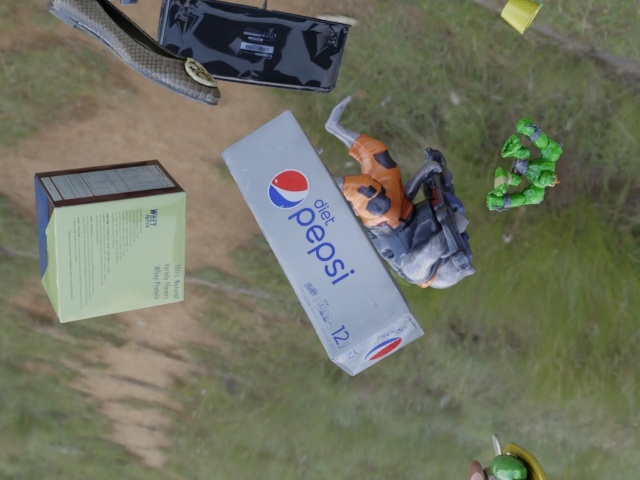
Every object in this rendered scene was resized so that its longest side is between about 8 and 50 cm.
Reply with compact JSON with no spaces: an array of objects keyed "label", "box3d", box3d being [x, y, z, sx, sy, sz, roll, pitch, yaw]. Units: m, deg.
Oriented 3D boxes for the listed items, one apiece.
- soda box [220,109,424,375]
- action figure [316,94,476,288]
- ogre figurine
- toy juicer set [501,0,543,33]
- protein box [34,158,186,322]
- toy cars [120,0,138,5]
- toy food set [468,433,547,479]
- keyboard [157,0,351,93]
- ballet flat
[{"label":"soda box","box3d":[0.000,0.000,1.017,0.098,0.286,0.091,-32,155,3]},{"label":"action figure","box3d":[0.110,-0.059,1.411,0.178,0.341,0.330,-38,105,20]},{"label":"ogre figurine","box3d":[0.423,-0.148,1.878,0.118,0.197,0.097,8,-174,-19]},{"label":"toy juicer set","box3d":[0.492,-0.581,1.851,0.089,0.209,0.329,35,148,8]},{"label":"protein box","box3d":[-0.330,-0.004,1.450,0.201,0.136,0.200,-9,121,-26]},{"label":"toy cars","box3d":[-0.376,-0.581,1.780,0.087,0.393,0.176,13,157,50]},{"label":"toy food set","box3d":[0.252,0.350,1.267,0.071,0.128,0.218,-9,180,-8]},{"label":"keyboard","box3d":[-0.095,-0.342,1.435,0.317,0.201,0.033,2,-157,-31]},{"label":"ballet flat","box3d":[-0.215,-0.237,1.079,0.250,0.058,0.084,34,-169,14]}]
